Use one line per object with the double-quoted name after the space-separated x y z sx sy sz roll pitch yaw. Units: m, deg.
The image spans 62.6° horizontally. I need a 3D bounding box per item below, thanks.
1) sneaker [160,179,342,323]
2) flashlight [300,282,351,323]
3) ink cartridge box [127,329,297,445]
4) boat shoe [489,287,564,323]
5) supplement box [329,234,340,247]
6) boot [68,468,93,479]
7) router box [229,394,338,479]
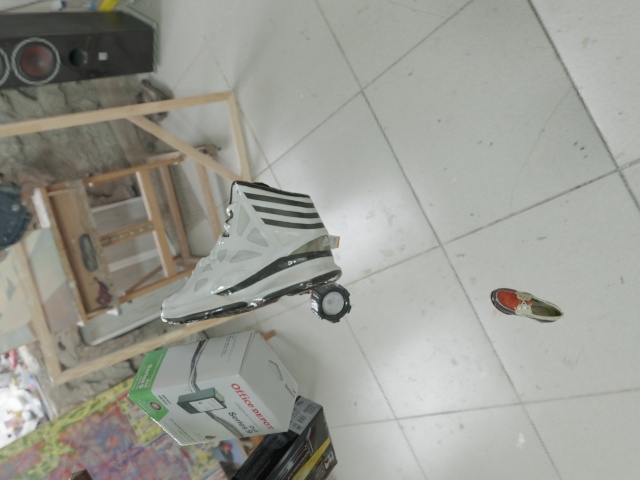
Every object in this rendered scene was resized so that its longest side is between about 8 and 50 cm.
-0.178 0.021 1.133 0.447 0.169 0.257 -20 79 25 "sneaker"
-0.015 0.138 1.440 0.304 0.103 0.103 -161 59 -68 "flashlight"
-0.226 0.324 1.139 0.289 0.121 0.211 -16 125 23 "ink cartridge box"
0.367 0.116 0.941 0.137 0.049 0.043 20 162 -13 "boat shoe"
0.000 0.000 1.505 0.062 0.098 0.036 158 121 -76 "supplement box"
-0.528 0.577 1.248 0.114 0.106 0.037 49 143 1 "boot"
-0.089 0.579 1.291 0.081 0.309 0.243 14 131 34 "router box"
